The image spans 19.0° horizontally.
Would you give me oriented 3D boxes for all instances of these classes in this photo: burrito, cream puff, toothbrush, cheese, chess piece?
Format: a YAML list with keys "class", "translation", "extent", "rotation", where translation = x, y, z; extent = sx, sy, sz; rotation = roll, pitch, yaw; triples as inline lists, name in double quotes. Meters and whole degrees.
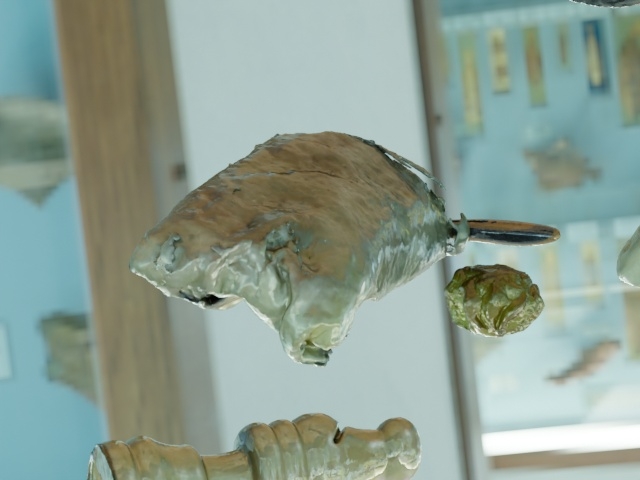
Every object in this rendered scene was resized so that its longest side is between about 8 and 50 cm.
- class: "burrito"
  translation: [-0.010, -0.008, 1.435]
  extent: [0.175, 0.107, 0.347]
  rotation: [39, -155, 9]
- class: "cream puff"
  translation: [0.140, 0.049, 1.534]
  extent: [0.083, 0.058, 0.083]
  rotation: [9, -173, 31]
- class: "toothbrush"
  translation: [0.047, -0.007, 1.622]
  extent: [0.321, 0.031, 0.023]
  rotation: [3, -152, 20]
- class: "cheese"
  translation: [0.321, -0.032, 1.668]
  extent: [0.043, 0.194, 0.065]
  rotation: [25, -137, -10]
- class: "chess piece"
  translation: [-0.052, 0.226, 1.754]
  extent: [0.307, 0.139, 0.124]
  rotation: [-9, -178, -19]

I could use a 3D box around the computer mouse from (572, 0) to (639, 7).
- class: "computer mouse"
  translation: [0.231, -0.217, 1.520]
  extent: [0.135, 0.047, 0.079]
  rotation: [10, -128, 27]
